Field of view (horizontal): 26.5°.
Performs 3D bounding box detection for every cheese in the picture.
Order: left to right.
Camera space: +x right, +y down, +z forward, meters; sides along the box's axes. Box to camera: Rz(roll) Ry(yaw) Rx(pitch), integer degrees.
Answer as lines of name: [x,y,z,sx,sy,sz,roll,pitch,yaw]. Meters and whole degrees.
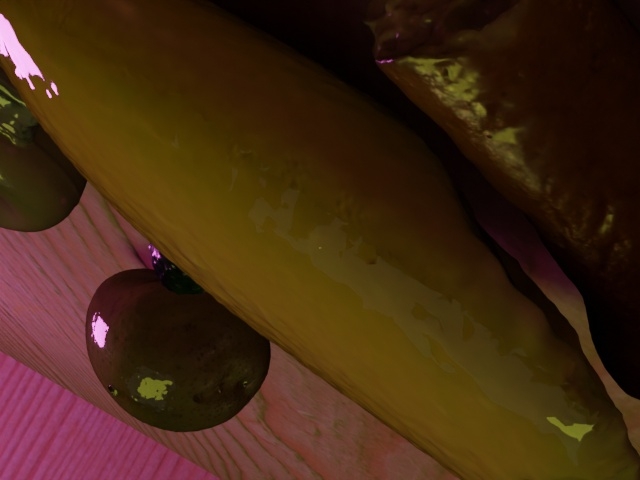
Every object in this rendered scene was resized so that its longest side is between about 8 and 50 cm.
cheese: [-0.239,-0.082,0.988,0.163,0.082,0.286,33,162,-9]

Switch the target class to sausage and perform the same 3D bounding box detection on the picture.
sausage: [0.116,-0.014,0.530,0.103,0.076,0.302,29,167,47]

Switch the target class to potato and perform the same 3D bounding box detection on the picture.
potato: [-0.145,0.094,1.277,0.194,0.157,0.157,36,171,39]

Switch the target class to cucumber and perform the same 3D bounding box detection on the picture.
cucumber: [-0.079,-0.003,0.963,0.069,0.069,0.227,33,161,-8]

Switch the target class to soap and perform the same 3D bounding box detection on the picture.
soap: [0.002,-0.002,0.670,0.427,0.115,0.306,35,174,25]
